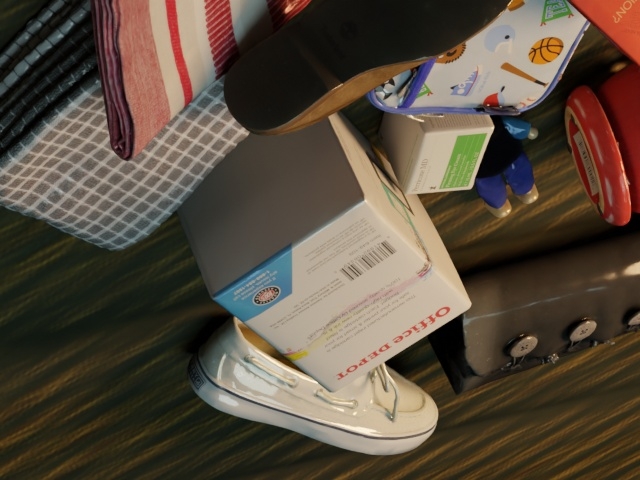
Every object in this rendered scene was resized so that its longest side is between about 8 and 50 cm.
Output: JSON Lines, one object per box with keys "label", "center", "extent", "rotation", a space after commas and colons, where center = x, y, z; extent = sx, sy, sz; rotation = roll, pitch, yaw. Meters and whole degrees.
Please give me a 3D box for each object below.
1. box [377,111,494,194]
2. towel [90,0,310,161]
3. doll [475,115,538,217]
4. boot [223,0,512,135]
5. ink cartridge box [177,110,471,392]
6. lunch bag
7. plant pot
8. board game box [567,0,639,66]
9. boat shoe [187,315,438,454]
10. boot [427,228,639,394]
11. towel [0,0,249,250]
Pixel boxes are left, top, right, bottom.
{"label": "box", "center": [0.126, -0.122, 1.946], "extent": [0.087, 0.102, 0.101], "rotation": [-5, 140, -19]}
{"label": "towel", "center": [-0.082, -0.246, 1.601], "extent": [0.329, 0.037, 0.237], "rotation": [-45, 152, -31]}
{"label": "doll", "center": [0.197, -0.096, 2.060], "extent": [0.129, 0.046, 0.189], "rotation": [-27, 143, 3]}
{"label": "boot", "center": [0.050, -0.194, 1.701], "extent": [0.305, 0.112, 0.115], "rotation": [-28, 170, 2]}
{"label": "ink cartridge box", "center": [0.000, 0.000, 1.947], "extent": [0.198, 0.197, 0.270], "rotation": [-33, 141, 11]}
{"label": "lunch bag", "center": [0.159, -0.252, 1.802], "extent": [0.243, 0.115, 0.303], "rotation": [0, 135, -25]}
{"label": "plant pot", "center": [0.383, -0.116, 2.018], "extent": [0.174, 0.191, 0.191], "rotation": [-18, 142, -2]}
{"label": "board game box", "center": [0.282, -0.344, 1.655], "extent": [0.316, 0.064, 0.242], "rotation": [35, 102, -35]}
{"label": "boat shoe", "center": [0.023, 0.157, 2.217], "extent": [0.367, 0.136, 0.156], "rotation": [18, 124, -29]}
{"label": "boot", "center": [0.361, 0.017, 2.220], "extent": [0.445, 0.146, 0.367], "rotation": [-12, 139, -8]}
{"label": "towel", "center": [-0.202, -0.125, 1.757], "extent": [0.283, 0.121, 0.235], "rotation": [-40, 140, 21]}
